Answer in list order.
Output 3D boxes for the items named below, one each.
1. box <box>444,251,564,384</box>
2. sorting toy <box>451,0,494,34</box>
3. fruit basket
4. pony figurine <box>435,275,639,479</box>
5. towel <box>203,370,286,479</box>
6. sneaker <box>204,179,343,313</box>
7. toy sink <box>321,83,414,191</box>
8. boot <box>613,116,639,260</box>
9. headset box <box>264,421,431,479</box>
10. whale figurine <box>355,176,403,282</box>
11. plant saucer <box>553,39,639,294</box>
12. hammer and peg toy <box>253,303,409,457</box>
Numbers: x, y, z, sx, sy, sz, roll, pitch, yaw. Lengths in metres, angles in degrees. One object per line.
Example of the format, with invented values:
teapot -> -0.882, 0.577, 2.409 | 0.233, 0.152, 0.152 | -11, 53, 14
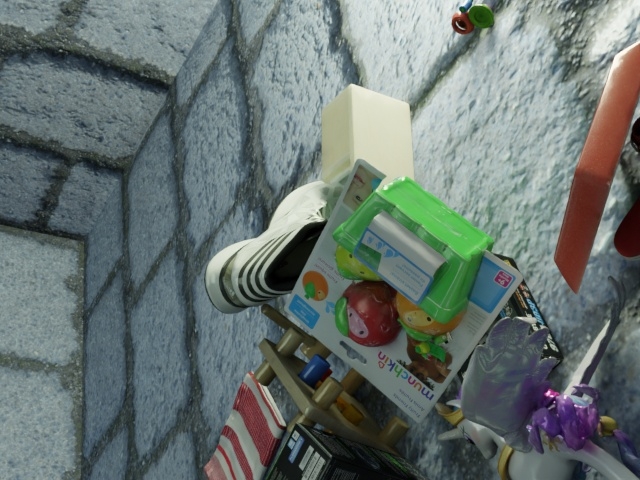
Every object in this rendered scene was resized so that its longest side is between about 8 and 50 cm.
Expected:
box -> 0.284, 0.157, 1.387 | 0.175, 0.051, 0.220 | -54, 36, 34
sorting toy -> 0.294, -0.435, 1.629 | 0.102, 0.061, 0.042 | -9, 36, 52
fruit basket -> 0.111, 0.092, 1.403 | 0.327, 0.165, 0.353 | 39, 119, 17
pony figurine -> 0.313, 0.257, 1.122 | 0.363, 0.302, 0.351 | 51, 133, 37
towel -> -0.191, 0.517, 2.089 | 0.329, 0.037, 0.237 | -66, 31, 18
sneaker -> 0.000, 0.001, 1.698 | 0.257, 0.447, 0.169 | -9, 113, 44
toy sink -> 0.094, -0.176, 1.760 | 0.131, 0.152, 0.234 | -34, 51, 51
boot -> 0.430, -0.081, 1.105 | 0.244, 0.176, 0.088 | -58, 35, 32
headset box -> 0.040, 0.475, 1.444 | 0.131, 0.283, 0.247 | 30, 94, 58
whale figurine -> 0.115, 0.018, 1.592 | 0.141, 0.216, 0.272 | 6, 86, 16
plant saucer -> 0.366, -0.099, 1.115 | 0.258, 0.047, 0.259 | 80, -147, -57
hammer and peg toy -> -0.011, 0.279, 1.641 | 0.127, 0.266, 0.361 | -52, 34, 4
